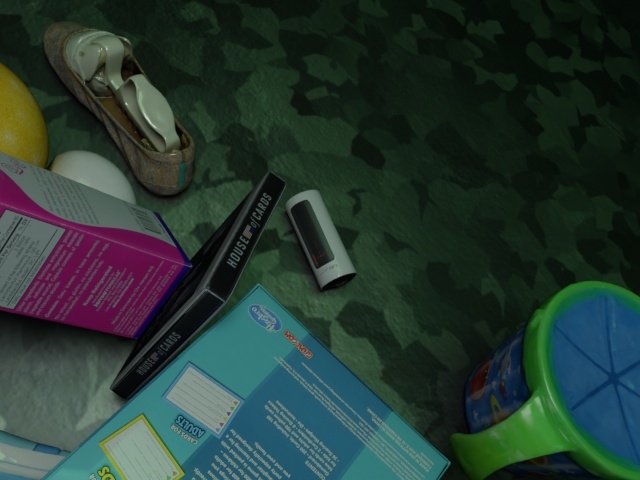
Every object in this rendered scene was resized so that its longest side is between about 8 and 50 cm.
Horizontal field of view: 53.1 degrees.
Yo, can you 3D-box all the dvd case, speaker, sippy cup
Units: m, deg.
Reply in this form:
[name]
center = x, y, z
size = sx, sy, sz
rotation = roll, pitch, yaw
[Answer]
[dvd case]
center = -0.132, 0.051, 0.682
size = 0.029, 0.238, 0.179
rotation = 36, 42, -14
[speaker]
center = 0.000, 0.000, 0.894
size = 0.055, 0.055, 0.136
rotation = -15, 71, -28
[sippy cup]
center = 0.306, 0.199, 0.814
size = 0.305, 0.224, 0.240
rotation = 15, 60, -14

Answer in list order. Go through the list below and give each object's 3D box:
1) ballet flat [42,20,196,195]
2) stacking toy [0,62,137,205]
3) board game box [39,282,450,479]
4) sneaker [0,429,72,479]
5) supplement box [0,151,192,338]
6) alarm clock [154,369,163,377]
[ballet flat]
center = -0.264, -0.206, 0.862
size = 0.107, 0.106, 0.316
rotation = -35, 80, -32
[stacking toy]
center = -0.424, -0.107, 0.679
size = 0.479, 0.350, 0.351
rotation = 29, 55, -27
[board game box]
center = -0.080, 0.234, 0.550
size = 0.253, 0.079, 0.336
rotation = 42, 54, 8
[sneaker]
center = -0.293, 0.294, 0.581
size = 0.318, 0.127, 0.208
rotation = 18, 56, -1
[supplement box]
center = -0.262, 0.007, 0.650
size = 0.220, 0.114, 0.111
rotation = 27, 15, -47
[alarm clock]
center = -0.134, 0.221, 0.676
size = 0.064, 0.129, 0.192
rotation = -21, 76, -30
